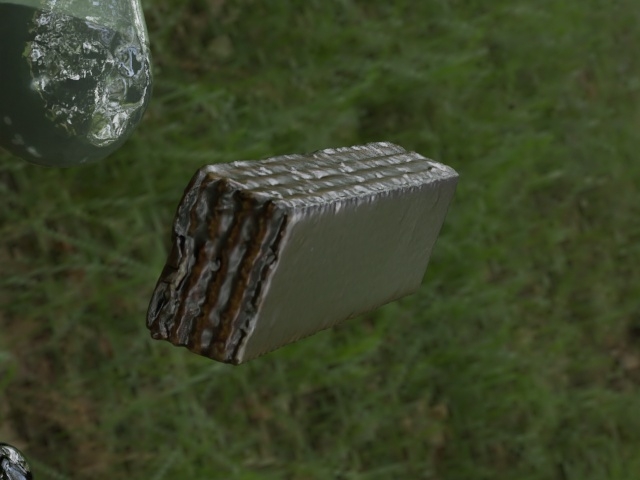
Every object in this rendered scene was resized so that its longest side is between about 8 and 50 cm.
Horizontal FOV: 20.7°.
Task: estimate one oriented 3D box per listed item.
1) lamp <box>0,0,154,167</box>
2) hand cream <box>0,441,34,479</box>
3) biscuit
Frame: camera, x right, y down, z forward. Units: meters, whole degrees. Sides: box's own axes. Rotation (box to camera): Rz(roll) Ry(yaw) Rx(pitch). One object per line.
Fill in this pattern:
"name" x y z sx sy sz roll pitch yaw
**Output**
"lamp" -0.223 -0.218 1.707 0.182 0.182 0.314 42 69 -47
"hand cream" -0.290 0.203 1.320 0.055 0.235 0.086 30 52 -30
"biscuit" 0.000 0.000 1.181 0.388 0.073 0.107 -14 126 -69
